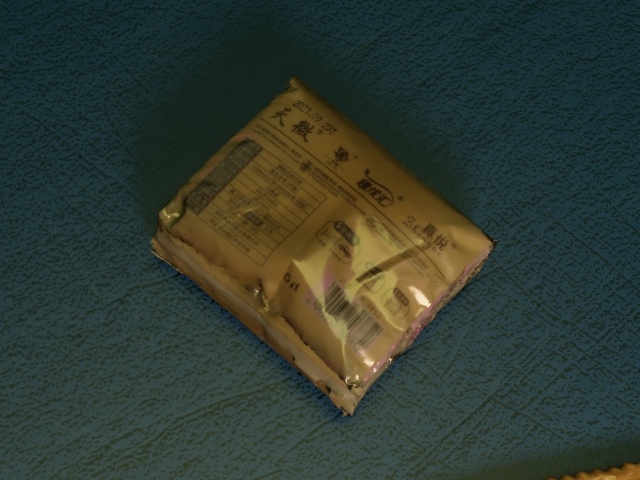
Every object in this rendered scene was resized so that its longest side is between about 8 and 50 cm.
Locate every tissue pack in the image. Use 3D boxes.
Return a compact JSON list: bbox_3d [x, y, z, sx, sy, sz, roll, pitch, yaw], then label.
[{"bbox_3d":[0.000,0.000,1.045,0.257,0.123,0.215,41,72,9],"label":"tissue pack"}]

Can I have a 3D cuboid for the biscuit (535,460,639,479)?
[{"bbox_3d":[0.225,0.292,1.009,0.250,0.030,0.160,-11,72,-7],"label":"biscuit"}]
